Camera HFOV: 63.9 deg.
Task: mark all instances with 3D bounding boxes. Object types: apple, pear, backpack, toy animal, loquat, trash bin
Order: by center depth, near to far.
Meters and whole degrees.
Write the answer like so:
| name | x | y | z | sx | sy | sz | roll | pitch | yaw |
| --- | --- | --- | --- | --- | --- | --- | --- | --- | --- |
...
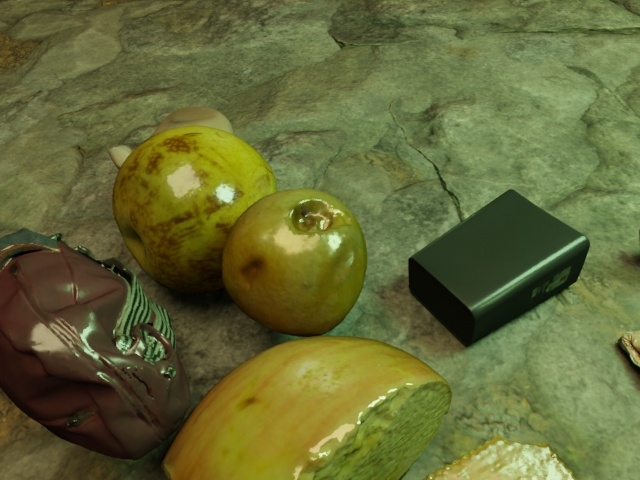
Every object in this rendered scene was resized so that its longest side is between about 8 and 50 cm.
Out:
| name | x | y | z | sx | sy | sz | roll | pitch | yaw |
| --- | --- | --- | --- | --- | --- | --- | --- | --- | --- |
| apple | -0.005 | 0.235 | 0.617 | 0.309 | 0.314 | 0.252 | -42 | 99 | -23 |
| backpack | -0.282 | 0.124 | 0.622 | 0.317 | 0.283 | 0.197 | 9 | 47 | 49 |
| loquat | -0.036 | 0.028 | 0.722 | 0.213 | 0.213 | 0.213 | -3 | 46 | 3 |
| trash bin | 0.275 | 0.041 | 0.821 | 0.226 | 0.114 | 0.165 | -28 | 49 | -18 |
| pear | -0.200 | -0.056 | 0.859 | 0.281 | 0.280 | 0.280 | -3 | 46 | 3 |
| toy animal | -0.282 | -0.182 | 1.063 | 0.167 | 0.154 | 0.250 | 25 | 55 | 16 |

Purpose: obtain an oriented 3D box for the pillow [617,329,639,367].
| name | x | y | z | sx | sy | sz | roll | pitch | yaw |
| --- | --- | --- | --- | --- | --- | --- | --- | --- | --- |
| pillow | 0.513 | 0.209 | 0.685 | 0.126 | 0.043 | 0.232 | -3 | 43 | -4 |

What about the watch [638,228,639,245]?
| name | x | y | z | sx | sy | sz | roll | pitch | yaw |
| --- | --- | --- | --- | --- | --- | --- | --- | --- | --- |
| watch | 0.646 | 0.039 | 0.744 | 0.249 | 0.210 | 0.217 | 4 | 54 | -3 |

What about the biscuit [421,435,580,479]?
| name | x | y | z | sx | sy | sz | roll | pitch | yaw |
| --- | --- | --- | --- | --- | --- | --- | --- | --- | --- |
| biscuit | 0.227 | 0.353 | 0.590 | 0.237 | 0.013 | 0.232 | -22 | 48 | -17 |
